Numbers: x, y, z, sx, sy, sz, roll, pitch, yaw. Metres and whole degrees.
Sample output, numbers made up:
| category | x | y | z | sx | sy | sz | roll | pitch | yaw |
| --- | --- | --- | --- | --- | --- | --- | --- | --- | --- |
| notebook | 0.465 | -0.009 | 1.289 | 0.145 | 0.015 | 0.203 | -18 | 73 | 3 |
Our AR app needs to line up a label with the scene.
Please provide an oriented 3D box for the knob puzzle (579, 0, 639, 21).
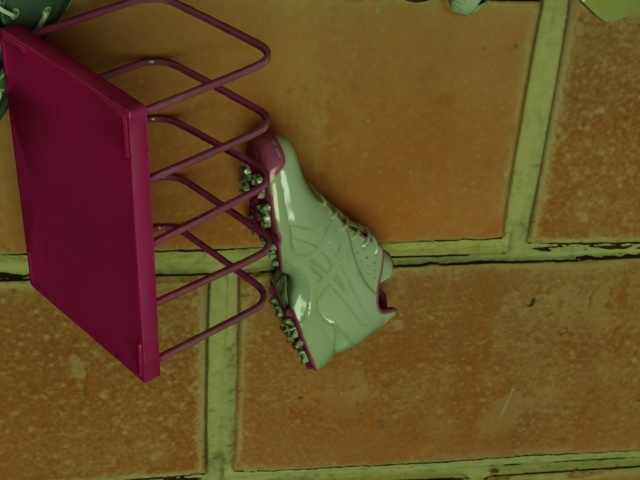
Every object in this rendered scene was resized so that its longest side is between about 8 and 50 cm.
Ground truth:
| category | x | y | z | sx | sy | sz | roll | pitch | yaw |
| --- | --- | --- | --- | --- | --- | --- | --- | --- | --- |
| knob puzzle | 0.277 | -0.297 | 1.110 | 0.213 | 0.030 | 0.213 | -4 | 107 | -13 |

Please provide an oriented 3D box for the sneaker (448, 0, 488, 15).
| category | x | y | z | sx | sy | sz | roll | pitch | yaw |
| --- | --- | --- | --- | --- | --- | --- | --- | --- | --- |
| sneaker | 0.235 | -0.297 | 1.171 | 0.153 | 0.094 | 0.235 | 25 | 105 | -14 |

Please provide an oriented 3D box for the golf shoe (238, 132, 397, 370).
| category | x | y | z | sx | sy | sz | roll | pitch | yaw |
| --- | --- | --- | --- | --- | --- | --- | --- | --- | --- |
| golf shoe | 0.000 | 0.000 | 1.325 | 0.140 | 0.115 | 0.306 | -21 | 131 | -9 |

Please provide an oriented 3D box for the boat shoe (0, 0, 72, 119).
| category | x | y | z | sx | sy | sz | roll | pitch | yaw |
| --- | --- | --- | --- | --- | --- | --- | --- | --- | --- |
| boat shoe | -0.297 | -0.211 | 1.129 | 0.116 | 0.099 | 0.319 | 24 | 114 | -19 |

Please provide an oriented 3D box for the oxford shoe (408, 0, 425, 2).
| category | x | y | z | sx | sy | sz | roll | pitch | yaw |
| --- | --- | --- | --- | --- | --- | --- | --- | --- | --- |
| oxford shoe | 0.128 | -0.316 | 1.117 | 0.083 | 0.096 | 0.227 | 33 | 87 | -22 |

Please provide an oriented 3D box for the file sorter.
| category | x | y | z | sx | sy | sz | roll | pitch | yaw |
| --- | --- | --- | --- | --- | --- | --- | --- | --- | --- |
| file sorter | -0.162 | -0.061 | 1.169 | 0.182 | 0.202 | 0.290 | -27 | 134 | -35 |
